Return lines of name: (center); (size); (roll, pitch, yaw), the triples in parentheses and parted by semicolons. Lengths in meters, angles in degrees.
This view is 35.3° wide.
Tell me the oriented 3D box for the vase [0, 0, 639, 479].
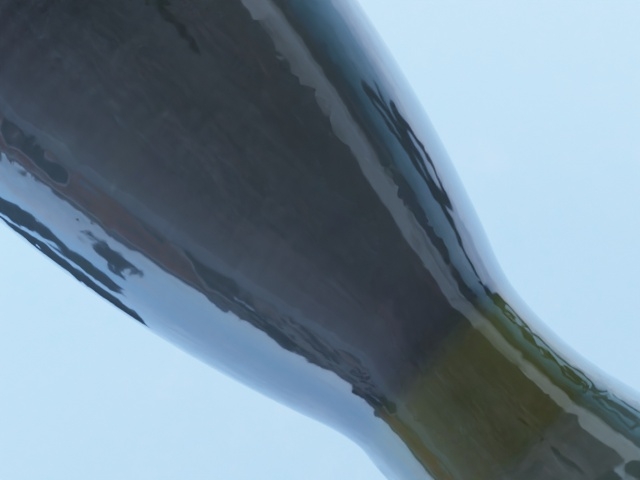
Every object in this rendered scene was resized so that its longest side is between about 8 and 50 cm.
vase: (0.000, 0.000, 0.374); (0.173, 0.173, 0.321); (-39, -104, -23)
